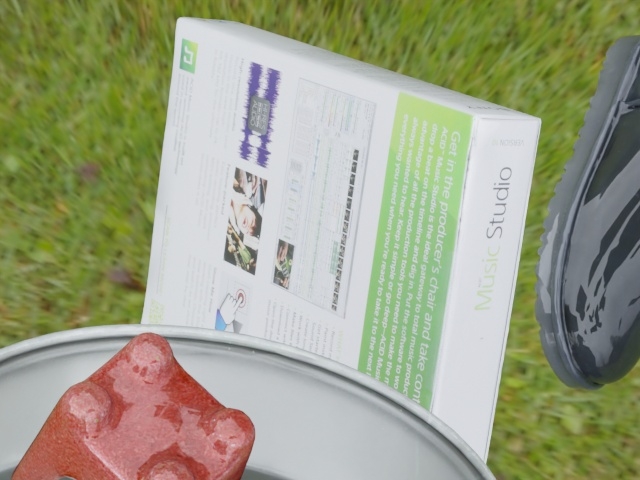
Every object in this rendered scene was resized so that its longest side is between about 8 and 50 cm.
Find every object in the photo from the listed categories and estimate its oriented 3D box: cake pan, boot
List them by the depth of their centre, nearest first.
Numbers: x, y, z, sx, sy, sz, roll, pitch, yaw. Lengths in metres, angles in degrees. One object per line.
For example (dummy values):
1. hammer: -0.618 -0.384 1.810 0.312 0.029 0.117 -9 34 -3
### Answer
1. cake pan: -0.056 0.152 0.929 0.293 0.293 0.054 11 48 -2
2. boot: 0.430 -0.034 1.766 0.445 0.146 0.367 1 69 39

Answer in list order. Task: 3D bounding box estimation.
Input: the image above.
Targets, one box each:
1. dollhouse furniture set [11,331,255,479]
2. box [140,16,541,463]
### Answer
1. dollhouse furniture set: -0.186 0.136 0.708 0.374 0.152 0.201 -1 56 -23
2. box: 0.000 0.000 1.263 0.058 0.322 0.232 -2 106 -35
